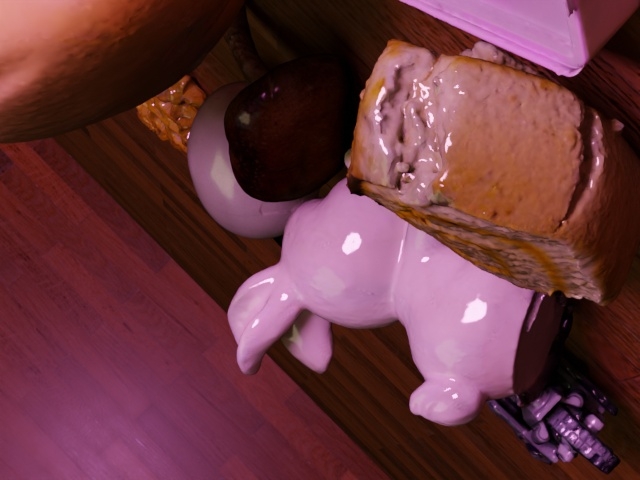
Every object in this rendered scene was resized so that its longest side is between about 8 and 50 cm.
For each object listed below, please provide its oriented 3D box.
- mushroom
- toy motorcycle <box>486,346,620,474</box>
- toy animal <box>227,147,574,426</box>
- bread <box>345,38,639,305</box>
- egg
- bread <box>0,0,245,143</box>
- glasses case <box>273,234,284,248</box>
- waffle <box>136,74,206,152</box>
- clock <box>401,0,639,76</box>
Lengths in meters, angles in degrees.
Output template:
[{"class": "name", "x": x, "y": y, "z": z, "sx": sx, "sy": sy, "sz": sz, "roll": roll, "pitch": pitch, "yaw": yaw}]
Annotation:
[{"class": "mushroom", "x": -0.057, "y": -0.164, "z": 1.094, "sx": 0.218, "sy": 0.148, "sz": 0.227, "roll": 60, "pitch": 163, "yaw": 23}, {"class": "toy motorcycle", "x": 0.226, "y": 0.161, "z": 1.135, "sx": 0.159, "sy": 0.106, "sz": 0.270, "roll": 42, "pitch": -178, "yaw": -1}, {"class": "toy animal", "x": 0.075, "y": 0.045, "z": 1.027, "sx": 0.310, "sy": 0.247, "sz": 0.183, "roll": 16, "pitch": -176, "yaw": 23}, {"class": "bread", "x": 0.120, "y": -0.050, "z": 0.726, "sx": 0.186, "sy": 0.124, "sz": 0.257, "roll": 22, "pitch": 176, "yaw": 28}, {"class": "egg", "x": -0.077, "y": -0.092, "z": 1.240, "sx": 0.151, "sy": 0.151, "sz": 0.209, "roll": 37, "pitch": 158, "yaw": 33}, {"class": "bread", "x": -0.172, "y": -0.219, "z": 0.727, "sx": 0.253, "sy": 0.348, "sz": 0.376, "roll": 50, "pitch": 165, "yaw": -3}, {"class": "glasses case", "x": 0.000, "y": 0.000, "z": 1.455, "sx": 0.266, "sy": 0.067, "sz": 0.103, "roll": 25, "pitch": 157, "yaw": 55}, {"class": "waffle", "x": -0.252, "y": -0.225, "z": 1.563, "sx": 0.260, "sy": 0.069, "sz": 0.293, "roll": 53, "pitch": 166, "yaw": -25}, {"class": "clock", "x": 0.086, "y": -0.194, "z": 0.621, "sx": 0.192, "sy": 0.071, "sz": 0.147, "roll": 35, "pitch": 162, "yaw": 39}]
